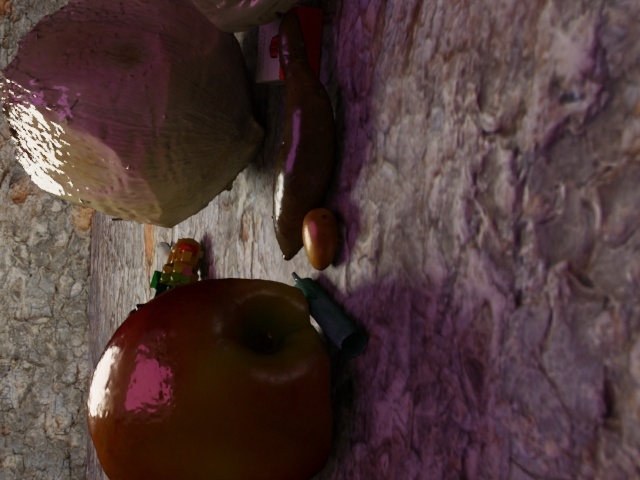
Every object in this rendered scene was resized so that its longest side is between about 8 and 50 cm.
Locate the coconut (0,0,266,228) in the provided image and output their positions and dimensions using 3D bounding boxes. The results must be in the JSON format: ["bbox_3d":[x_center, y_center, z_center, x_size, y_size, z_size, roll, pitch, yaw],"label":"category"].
[{"bbox_3d":[-0.273,-0.214,1.141,0.405,0.405,0.404,-3,86,64],"label":"coconut"}]

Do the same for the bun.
[{"bbox_3d":[-0.071,-0.369,0.915,0.145,0.229,0.229,58,150,-1],"label":"bun"}]

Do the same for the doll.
[{"bbox_3d":[-0.304,0.085,1.457,0.134,0.106,0.186,167,120,-77],"label":"doll"}]

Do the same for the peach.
[{"bbox_3d":[-0.160,0.246,0.937,0.380,0.307,0.242,115,150,-48],"label":"peach"}]

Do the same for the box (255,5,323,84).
[{"bbox_3d":[-0.049,-0.287,1.018,0.152,0.048,0.100,19,108,61],"label":"box"}]

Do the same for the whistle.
[{"bbox_3d":[0.003,0.093,0.904,0.186,0.039,0.039,42,126,57],"label":"whistle"}]

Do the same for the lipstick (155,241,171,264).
[{"bbox_3d":[-0.372,0.040,1.670,0.141,0.040,0.040,-144,59,-60],"label":"lipstick"}]

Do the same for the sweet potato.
[{"bbox_3d":[-0.029,-0.129,0.919,0.108,0.079,0.345,18,110,52],"label":"sweet potato"}]

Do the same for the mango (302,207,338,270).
[{"bbox_3d":[0.000,0.000,0.910,0.060,0.046,0.089,-131,35,-55],"label":"mango"}]
